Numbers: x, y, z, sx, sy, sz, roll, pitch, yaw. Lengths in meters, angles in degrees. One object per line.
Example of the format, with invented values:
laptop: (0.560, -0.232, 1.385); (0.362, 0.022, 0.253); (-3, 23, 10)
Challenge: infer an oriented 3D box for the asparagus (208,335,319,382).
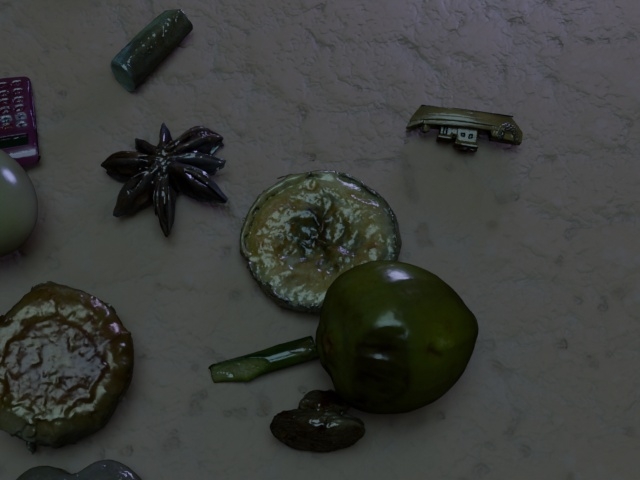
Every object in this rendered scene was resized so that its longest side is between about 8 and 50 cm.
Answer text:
asparagus: (-0.091, 0.195, 1.662); (0.179, 0.041, 0.045); (-16, 60, -7)

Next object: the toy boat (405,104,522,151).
toy boat: (0.254, -0.194, 1.831); (0.206, 0.064, 0.072); (6, 85, 3)

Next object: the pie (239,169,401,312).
pie: (0.000, 0.000, 1.740); (0.274, 0.055, 0.274); (1, 66, -2)

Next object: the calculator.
calculator: (-0.564, -0.204, 1.822); (0.127, 0.034, 0.190); (-11, 62, -6)

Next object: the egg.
egg: (-0.572, -0.071, 1.680); (0.242, 0.186, 0.186); (33, 70, 15)

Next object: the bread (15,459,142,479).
bread: (-0.359, 0.420, 1.524); (0.338, 0.102, 0.183); (-3, 67, -4)

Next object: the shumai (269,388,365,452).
shumai: (-0.010, 0.275, 1.592); (0.139, 0.123, 0.105); (-23, 58, 3)

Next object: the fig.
fig: (0.129, 0.143, 1.592); (0.271, 0.239, 0.239); (-11, 66, -30)

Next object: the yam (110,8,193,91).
yam: (-0.307, -0.351, 1.873); (0.068, 0.068, 0.169); (34, 70, 12)

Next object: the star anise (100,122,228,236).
star anise: (-0.256, -0.116, 1.768); (0.229, 0.093, 0.236); (31, 65, 17)

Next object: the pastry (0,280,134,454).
pastry: (-0.409, 0.198, 1.610); (0.236, 0.121, 0.257); (35, 68, 8)
